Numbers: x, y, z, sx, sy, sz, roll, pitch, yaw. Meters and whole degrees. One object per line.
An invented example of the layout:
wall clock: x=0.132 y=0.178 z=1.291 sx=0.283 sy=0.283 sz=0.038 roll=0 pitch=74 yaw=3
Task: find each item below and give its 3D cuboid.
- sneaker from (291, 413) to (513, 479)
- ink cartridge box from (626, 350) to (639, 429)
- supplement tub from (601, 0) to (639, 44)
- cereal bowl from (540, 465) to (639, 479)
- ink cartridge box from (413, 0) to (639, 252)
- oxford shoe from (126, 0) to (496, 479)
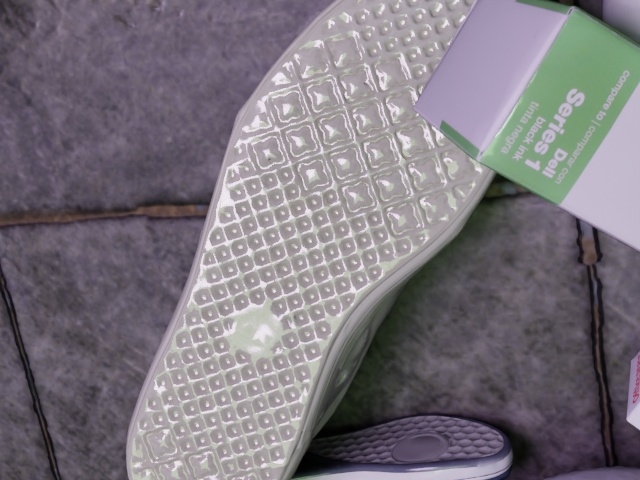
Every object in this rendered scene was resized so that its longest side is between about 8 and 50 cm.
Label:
sneaker: x=0.058 y=0.230 z=0.836 sx=0.226 sy=0.086 sz=0.163 roll=-13 pitch=104 yaw=24
ink cartridge box: x=0.259 y=0.072 z=0.706 sx=0.052 sy=0.088 sz=0.122 roll=33 pitch=117 yaw=4
supplement tub: x=0.242 y=-0.239 z=0.536 sx=0.191 sy=0.191 sz=0.272 roll=8 pitch=113 yaw=16
cereal bowl: x=0.229 y=0.317 z=0.765 sx=0.338 sy=0.141 sz=0.339 roll=2 pitch=98 yaw=16
ink cartridge box: x=0.181 y=-0.049 z=0.607 sx=0.219 sy=0.160 sz=0.093 roll=28 pitch=101 yaw=-14
oxford shoe: x=0.000 y=0.000 z=0.754 sx=0.169 sy=0.130 sz=0.449 roll=29 pitch=102 yaw=5
